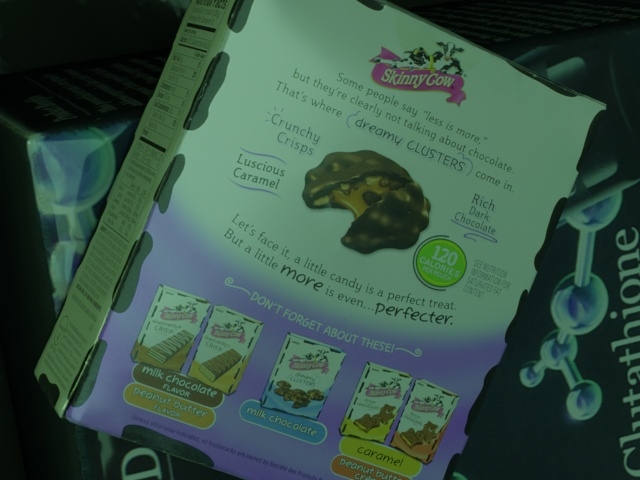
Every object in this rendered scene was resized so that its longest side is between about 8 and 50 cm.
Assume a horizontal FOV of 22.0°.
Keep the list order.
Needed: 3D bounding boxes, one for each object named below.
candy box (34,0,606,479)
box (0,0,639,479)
[{"bbox_3d":[0.000,0.000,0.671,0.165,0.070,0.196,22,92,-22],"label":"candy box"},{"bbox_3d":[0.044,0.039,0.847,0.396,0.212,0.293,-12,104,-17],"label":"box"}]
